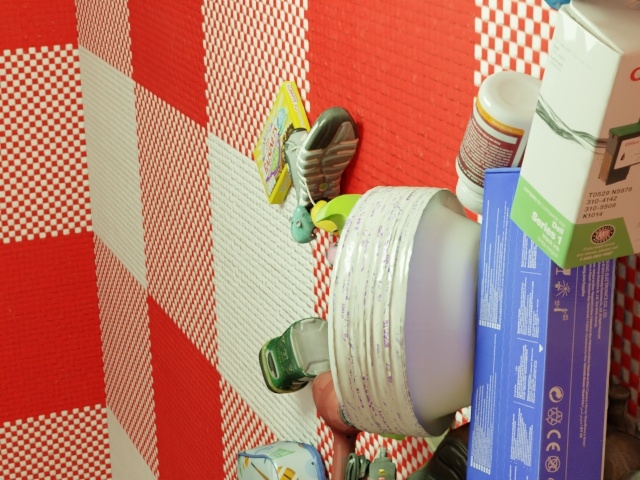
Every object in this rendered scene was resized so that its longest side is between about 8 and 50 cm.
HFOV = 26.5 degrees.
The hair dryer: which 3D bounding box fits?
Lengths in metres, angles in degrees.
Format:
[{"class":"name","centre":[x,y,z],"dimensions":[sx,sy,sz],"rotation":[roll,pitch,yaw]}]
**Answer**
[{"class":"hair dryer","centre":[0.021,0.273,1.763],"dimensions":[0.293,0.080,0.224],"rotation":[-96,23,-47]}]

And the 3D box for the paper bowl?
[{"class":"paper bowl","centre":[0.124,0.080,1.534],"dimensions":[0.148,0.284,0.284],"rotation":[1,103,23]}]

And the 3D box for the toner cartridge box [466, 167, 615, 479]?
[{"class":"toner cartridge box","centre":[0.221,0.102,1.369],"dimensions":[0.165,0.075,0.348],"rotation":[-171,84,-73]}]

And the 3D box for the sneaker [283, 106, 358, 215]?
[{"class":"sneaker","centre":[-0.014,-0.137,1.983],"dimensions":[0.229,0.086,0.132],"rotation":[105,151,-47]}]

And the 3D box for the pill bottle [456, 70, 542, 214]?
[{"class":"pill bottle","centre":[0.196,-0.101,1.473],"dimensions":[0.152,0.086,0.086],"rotation":[105,148,-45]}]

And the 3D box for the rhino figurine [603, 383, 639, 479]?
[{"class":"rhino figurine","centre":[0.288,0.206,1.389],"dimensions":[0.243,0.073,0.106],"rotation":[-139,48,-61]}]

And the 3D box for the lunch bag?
[{"class":"lunch bag","centre":[-0.052,0.493,2.289],"dimensions":[0.243,0.115,0.303],"rotation":[165,96,-66]}]

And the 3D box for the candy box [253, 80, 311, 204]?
[{"class":"candy box","centre":[-0.062,-0.153,2.169],"dimensions":[0.206,0.027,0.105],"rotation":[118,141,-56]}]

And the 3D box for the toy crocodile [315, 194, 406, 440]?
[{"class":"toy crocodile","centre":[0.069,0.104,1.842],"dimensions":[0.115,0.105,0.341],"rotation":[-174,76,-68]}]

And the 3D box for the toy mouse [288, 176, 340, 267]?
[{"class":"toy mouse","centre":[0.000,0.000,1.972],"dimensions":[0.161,0.031,0.143],"rotation":[44,150,0]}]

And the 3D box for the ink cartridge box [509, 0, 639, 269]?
[{"class":"ink cartridge box","centre":[0.273,-0.099,1.185],"dimensions":[0.092,0.160,0.219],"rotation":[53,146,44]}]

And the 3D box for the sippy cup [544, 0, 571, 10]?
[{"class":"sippy cup","centre":[0.226,-0.325,1.161],"dimensions":[0.305,0.240,0.224],"rotation":[67,178,-79]}]

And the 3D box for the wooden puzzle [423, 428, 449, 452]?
[{"class":"wooden puzzle","centre":[0.156,0.244,1.809],"dimensions":[0.116,0.014,0.079],"rotation":[-121,35,-43]}]

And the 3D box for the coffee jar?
[{"class":"coffee jar","centre":[-0.038,0.188,2.173],"dimensions":[0.184,0.079,0.096],"rotation":[142,114,-64]}]

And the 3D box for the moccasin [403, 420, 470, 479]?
[{"class":"moccasin","centre":[0.163,0.323,1.679],"dimensions":[0.139,0.147,0.380],"rotation":[51,143,26]}]
